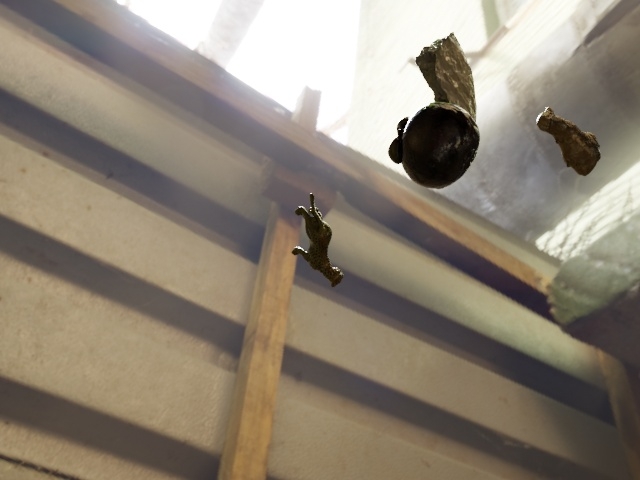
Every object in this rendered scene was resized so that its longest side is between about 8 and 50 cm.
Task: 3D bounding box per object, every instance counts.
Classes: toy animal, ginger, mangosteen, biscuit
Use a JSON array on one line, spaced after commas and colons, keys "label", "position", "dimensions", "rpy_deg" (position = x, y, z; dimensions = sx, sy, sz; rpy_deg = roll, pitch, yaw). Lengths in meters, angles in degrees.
[{"label": "toy animal", "position": [0.000, 0.000, 1.536], "dimensions": [0.073, 0.181, 0.136], "rpy_deg": [-18, -137, -26]}, {"label": "ginger", "position": [0.692, -0.280, 1.930], "dimensions": [0.294, 0.086, 0.131], "rpy_deg": [22, -99, -36]}, {"label": "mangosteen", "position": [0.187, -0.163, 1.149], "dimensions": [0.152, 0.152, 0.153], "rpy_deg": [21, -135, -23]}, {"label": "biscuit", "position": [0.251, -0.308, 1.330], "dimensions": [0.188, 0.040, 0.266], "rpy_deg": [29, -126, -41]}]
